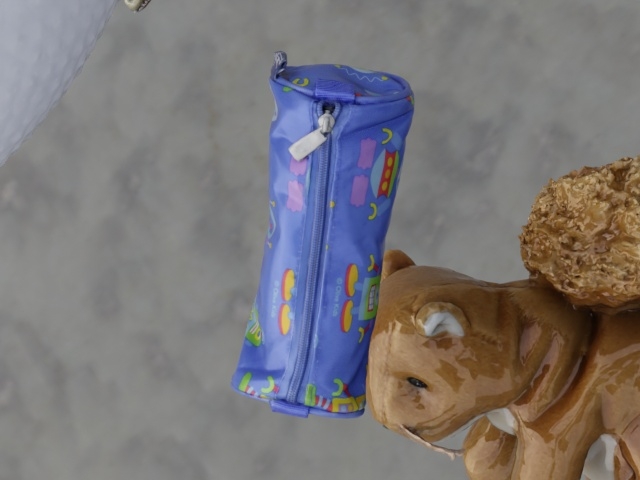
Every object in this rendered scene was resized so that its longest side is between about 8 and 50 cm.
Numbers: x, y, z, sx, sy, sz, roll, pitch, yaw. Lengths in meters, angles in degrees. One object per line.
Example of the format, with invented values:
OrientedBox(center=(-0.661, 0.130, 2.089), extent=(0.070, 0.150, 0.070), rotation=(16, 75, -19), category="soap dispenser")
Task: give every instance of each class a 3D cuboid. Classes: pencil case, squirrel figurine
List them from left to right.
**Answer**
OrientedBox(center=(0.000, 0.000, 1.568), extent=(0.119, 0.133, 0.306), rotation=(10, 102, 11), category="pencil case")
OrientedBox(center=(0.238, 0.081, 1.818), extent=(0.370, 0.281, 0.397), rotation=(23, 106, -13), category="squirrel figurine")

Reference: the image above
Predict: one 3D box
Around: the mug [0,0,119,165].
OrientedBox(center=(-0.353, -0.225, 1.518), extent=(0.374, 0.328, 0.276), rotation=(20, 163, 8), category="mug")

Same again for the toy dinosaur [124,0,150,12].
OrientedBox(center=(-0.061, -0.222, 1.190), extent=(0.268, 0.118, 0.064), rotation=(-26, 90, 37), category="toy dinosaur")
